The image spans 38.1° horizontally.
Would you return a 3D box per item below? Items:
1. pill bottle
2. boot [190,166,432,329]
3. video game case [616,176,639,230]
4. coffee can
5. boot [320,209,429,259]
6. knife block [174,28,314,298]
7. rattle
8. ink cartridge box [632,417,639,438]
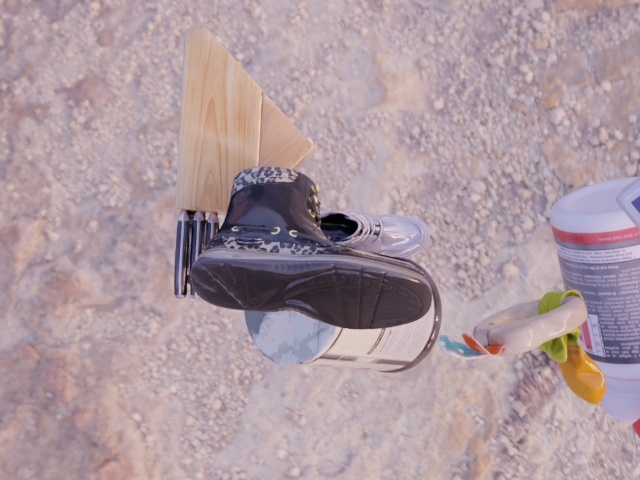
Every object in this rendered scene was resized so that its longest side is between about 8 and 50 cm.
[{"bbox_3d":[0.508,0.096,1.507,0.210,0.210,0.363,-10,106,18],"label":"pill bottle"},{"bbox_3d":[-0.001,-0.001,0.957,0.236,0.085,0.179,6,38,4],"label":"boot"},{"bbox_3d":[0.444,-0.008,0.702,0.300,0.036,0.329,52,133,6],"label":"video game case"},{"bbox_3d":[0.042,0.109,1.507,0.201,0.275,0.202,-9,76,37],"label":"coffee can"},{"bbox_3d":[0.074,-0.008,1.669,0.258,0.123,0.095,-4,81,-1],"label":"boot"},{"bbox_3d":[-0.137,-0.076,1.110,0.242,0.088,0.276,-42,90,-2],"label":"knife block"},{"bbox_3d":[0.216,0.137,0.988,0.130,0.199,0.143,3,106,32],"label":"rattle"},{"bbox_3d":[0.559,0.276,1.350,0.078,0.231,0.134,-19,65,-16],"label":"ink cartridge box"}]
